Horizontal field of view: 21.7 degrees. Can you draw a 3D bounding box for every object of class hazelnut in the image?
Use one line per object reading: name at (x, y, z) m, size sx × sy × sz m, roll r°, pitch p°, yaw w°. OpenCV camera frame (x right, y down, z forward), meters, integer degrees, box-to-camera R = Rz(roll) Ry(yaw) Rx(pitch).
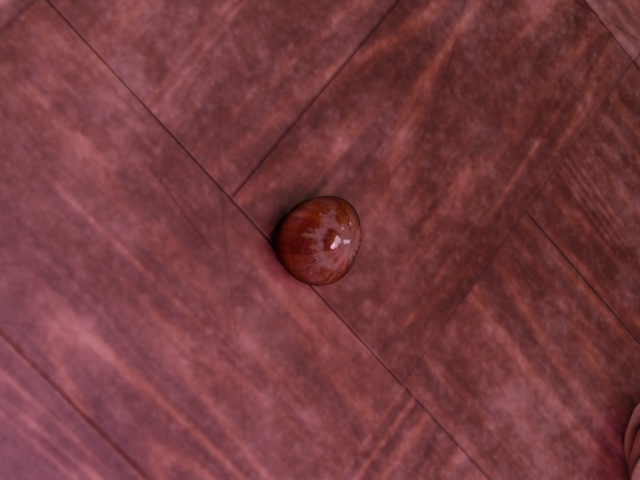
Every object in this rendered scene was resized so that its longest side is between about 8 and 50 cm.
hazelnut at (0.000, 0.000, 1.535) m, size 0.086 × 0.086 × 0.086 m, roll 8°, pitch 75°, yaw -32°

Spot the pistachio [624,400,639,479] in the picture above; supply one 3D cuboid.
pistachio at (0.434, 0.266, 1.716) m, size 0.293 × 0.181 × 0.162 m, roll 34°, pitch 26°, yaw -26°
